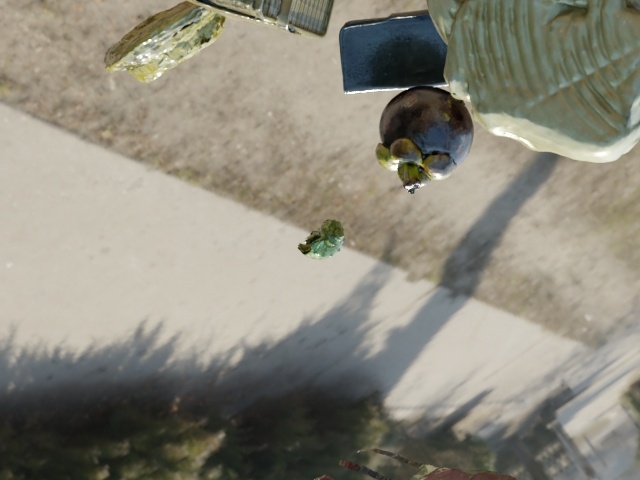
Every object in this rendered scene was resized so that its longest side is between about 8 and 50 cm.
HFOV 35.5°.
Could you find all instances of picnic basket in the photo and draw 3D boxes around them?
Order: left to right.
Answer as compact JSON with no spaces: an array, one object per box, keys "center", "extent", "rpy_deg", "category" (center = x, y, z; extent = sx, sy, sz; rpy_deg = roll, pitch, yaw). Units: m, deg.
[{"center":[-0.078,-0.437,1.504],"extent":[0.313,0.175,0.228],"rpy_deg":[-9,115,-72],"category":"picnic basket"}]

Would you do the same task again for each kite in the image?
[{"center":[0.139,0.400,1.606],"extent":[0.204,0.022,0.360],"rpy_deg":[-29,-158,-37],"category":"kite"}]

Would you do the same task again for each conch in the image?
[{"center":[0.000,0.000,1.969],"extent":[0.121,0.074,0.089],"rpy_deg":[-10,-171,43],"category":"conch"}]

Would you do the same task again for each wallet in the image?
[{"center":[0.199,-0.391,2.059],"extent":[0.318,0.045,0.172],"rpy_deg":[-6,123,1],"category":"wallet"}]

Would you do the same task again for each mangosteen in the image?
[{"center":[0.196,-0.191,1.950],"extent":[0.192,0.192,0.217],"rpy_deg":[108,8,-61],"category":"mangosteen"}]

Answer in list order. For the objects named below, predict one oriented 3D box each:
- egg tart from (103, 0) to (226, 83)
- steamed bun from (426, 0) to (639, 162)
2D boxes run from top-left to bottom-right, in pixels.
[{"center":[-0.259,-0.366,1.777],"extent":[0.279,0.095,0.279],"rpy_deg":[-29,-163,10],"category":"egg tart"},{"center":[0.263,-0.244,1.079],"extent":[0.276,0.289,0.203],"rpy_deg":[-57,168,23],"category":"steamed bun"}]
